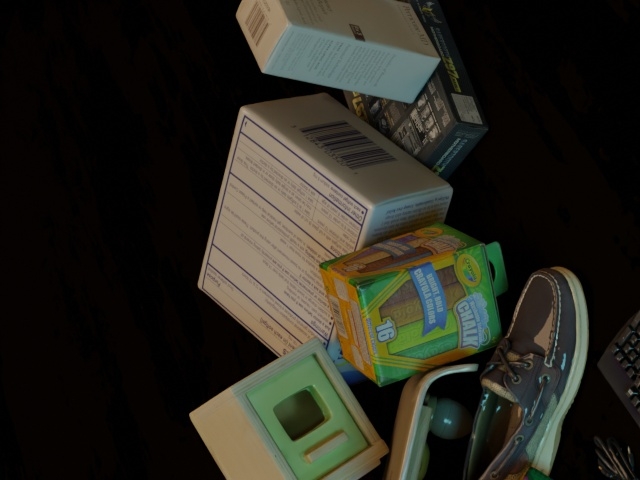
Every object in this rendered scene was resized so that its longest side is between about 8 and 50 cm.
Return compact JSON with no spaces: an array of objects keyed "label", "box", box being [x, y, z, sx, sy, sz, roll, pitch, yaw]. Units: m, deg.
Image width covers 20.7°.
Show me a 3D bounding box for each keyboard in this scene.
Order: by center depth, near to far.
[{"label":"keyboard","box":[0.373,0.224,1.825,0.201,0.033,0.317,-63,36,29]}]

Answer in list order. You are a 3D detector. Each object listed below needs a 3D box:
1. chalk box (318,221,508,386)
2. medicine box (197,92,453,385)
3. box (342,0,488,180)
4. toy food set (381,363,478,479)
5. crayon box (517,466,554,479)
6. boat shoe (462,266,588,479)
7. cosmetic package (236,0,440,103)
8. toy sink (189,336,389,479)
[{"label":"chalk box","box":[0.129,0.066,2.069,0.132,0.213,0.132,-148,41,-67]},{"label":"medicine box","box":[0.000,0.000,2.260,0.263,0.149,0.289,39,127,35]},{"label":"box","box":[0.117,-0.180,2.288,0.183,0.059,0.232,-51,45,40]},{"label":"toy food set","box":[0.126,0.293,2.074,0.220,0.092,0.306,121,162,-85]},{"label":"crayon box","box":[0.179,0.404,1.967,0.278,0.081,0.165,-60,-6,33]},{"label":"boat shoe","box":[0.229,0.168,2.006,0.103,0.092,0.285,28,108,56]},{"label":"cosmetic package","box":[0.023,-0.252,2.175,0.085,0.231,0.117,-58,41,34]},{"label":"toy sink","box":[-0.021,0.262,2.147,0.234,0.153,0.131,59,144,4]}]
